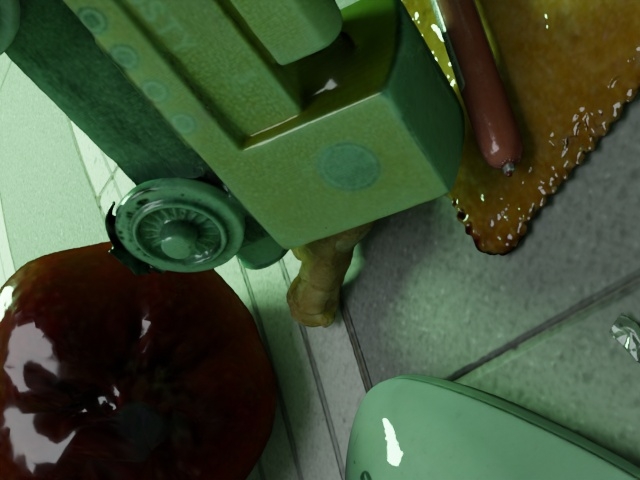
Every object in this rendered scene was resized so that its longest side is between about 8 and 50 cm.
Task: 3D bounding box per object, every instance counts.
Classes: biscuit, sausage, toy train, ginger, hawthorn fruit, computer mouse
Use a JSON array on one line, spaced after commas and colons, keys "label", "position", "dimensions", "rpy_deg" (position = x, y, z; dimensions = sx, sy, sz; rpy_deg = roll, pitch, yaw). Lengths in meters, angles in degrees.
[{"label": "biscuit", "position": [0.126, -0.143, 0.577], "dimensions": [0.232, 0.013, 0.237], "rpy_deg": [-58, 44, 37]}, {"label": "sausage", "position": [0.098, -0.142, 0.577], "dimensions": [0.029, 0.029, 0.223], "rpy_deg": [-38, 58, 48]}, {"label": "toy train", "position": [-0.088, -0.137, 0.529], "dimensions": [0.253, 0.397, 0.160], "rpy_deg": [-20, 41, 26]}, {"label": "ginger", "position": [-0.006, -0.005, 0.711], "dimensions": [0.096, 0.067, 0.165], "rpy_deg": [35, 119, 25]}, {"label": "hawthorn fruit", "position": [-0.183, 0.132, 0.802], "dimensions": [0.311, 0.295, 0.295], "rpy_deg": [-113, 35, -68]}, {"label": "computer mouse", "position": [0.106, 0.183, 0.513], "dimensions": [0.288, 0.097, 0.159], "rpy_deg": [26, 109, 55]}]

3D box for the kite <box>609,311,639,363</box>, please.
[{"label": "kite", "position": [0.230, 0.124, 0.417], "dimensions": [0.250, 0.012, 0.229], "rpy_deg": [51, 127, 45]}]
